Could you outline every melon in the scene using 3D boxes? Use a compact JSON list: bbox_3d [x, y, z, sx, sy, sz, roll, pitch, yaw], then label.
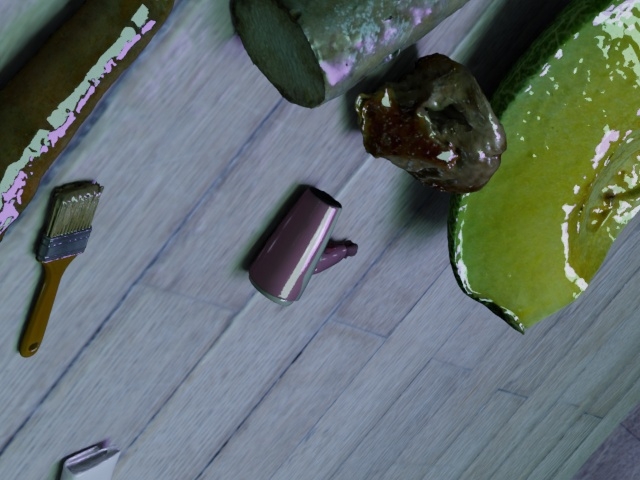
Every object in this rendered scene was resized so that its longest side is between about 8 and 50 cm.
[{"bbox_3d":[0.259,-0.084,1.223,0.343,0.226,0.331,-40,168,15],"label":"melon"}]

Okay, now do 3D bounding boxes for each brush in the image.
[{"bbox_3d":[-0.201,0.026,0.904,0.043,0.014,0.170,-17,142,-46],"label":"brush"}]

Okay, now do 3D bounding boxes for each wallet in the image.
[{"bbox_3d":[-0.227,0.245,1.147,0.061,0.025,0.122,-18,141,-41],"label":"wallet"}]

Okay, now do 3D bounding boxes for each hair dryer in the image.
[{"bbox_3d":[-0.003,0.006,1.144,0.106,0.054,0.154,-57,162,10],"label":"hair dryer"}]

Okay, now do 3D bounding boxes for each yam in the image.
[{"bbox_3d":[0.040,-0.184,0.868,0.194,0.107,0.107,-36,151,-22],"label":"yam"}]

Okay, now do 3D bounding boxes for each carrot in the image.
[{"bbox_3d":[-0.195,-0.052,0.750,0.342,0.070,0.070,-48,154,-3],"label":"carrot"}]

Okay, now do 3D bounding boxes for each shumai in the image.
[{"bbox_3d":[0.095,-0.091,1.070,0.105,0.123,0.139,-34,166,-3],"label":"shumai"}]
